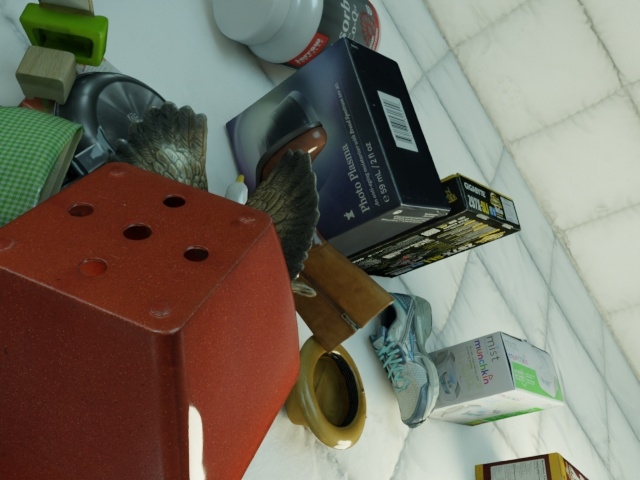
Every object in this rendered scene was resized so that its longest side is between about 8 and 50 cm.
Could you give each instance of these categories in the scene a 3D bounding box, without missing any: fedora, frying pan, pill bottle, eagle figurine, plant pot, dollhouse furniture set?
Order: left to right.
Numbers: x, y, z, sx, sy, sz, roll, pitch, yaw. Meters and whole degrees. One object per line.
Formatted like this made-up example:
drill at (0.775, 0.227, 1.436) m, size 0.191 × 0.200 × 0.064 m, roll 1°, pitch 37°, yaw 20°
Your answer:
dollhouse furniture set at (-0.351, -0.174, 0.567) m, size 0.197 × 0.151 × 0.302 m, roll 8°, pitch 56°, yaw -8°
frying pan at (-0.282, -0.127, 0.685) m, size 0.326 × 0.053 × 0.197 m, roll -20°, pitch 86°, yaw -56°
plant pot at (-0.170, 0.083, 0.532) m, size 0.267 × 0.236 × 0.267 m, roll 20°, pitch 35°, yaw 11°
eagle figurine at (-0.127, -0.007, 0.714) m, size 0.298 × 0.226 × 0.225 m, roll 96°, pitch -28°, yaw -66°
pill bottle at (-0.042, -0.472, 1.202) m, size 0.363 × 0.210 × 0.210 m, roll -5°, pitch 73°, yaw -54°
fedora at (-0.001, 0.246, 0.899) m, size 0.194 × 0.079 × 0.194 m, roll 41°, pitch 35°, yaw -36°

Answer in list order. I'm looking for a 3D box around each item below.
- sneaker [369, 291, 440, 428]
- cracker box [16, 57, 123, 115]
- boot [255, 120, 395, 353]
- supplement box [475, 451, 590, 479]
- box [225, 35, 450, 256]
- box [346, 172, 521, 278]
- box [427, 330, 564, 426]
sneaker at (0.153, 0.231, 1.123) m, size 0.122 × 0.110 × 0.283 m, roll 19°, pitch 49°, yaw -24°
cracker box at (-0.286, -0.143, 0.782) m, size 0.232 × 0.067 × 0.156 m, roll 41°, pitch 42°, yaw -29°
boot at (0.000, 0.000, 0.839) m, size 0.280 × 0.264 × 0.096 m, roll 46°, pitch 24°, yaw 11°
supplement box at (0.474, 0.573, 1.221) m, size 0.191 × 0.194 × 0.129 m, roll 41°, pitch 40°, yaw -30°
box at (0.020, -0.131, 0.982) m, size 0.182 × 0.294 × 0.296 m, roll 0°, pitch 69°, yaw -52°
box at (0.197, -0.013, 1.121) m, size 0.257 × 0.322 × 0.079 m, roll 8°, pitch 63°, yaw -50°
box at (0.353, 0.303, 1.205) m, size 0.262 × 0.231 × 0.127 m, roll 26°, pitch 48°, yaw -44°
